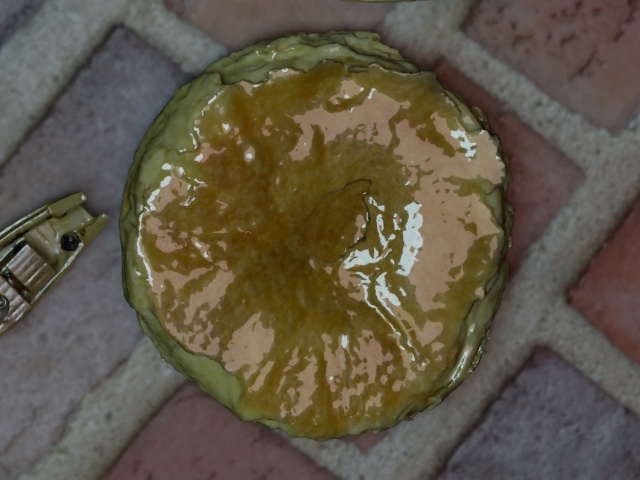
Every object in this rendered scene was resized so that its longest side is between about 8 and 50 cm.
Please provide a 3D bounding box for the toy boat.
[{"bbox_3d":[-0.249,0.040,1.536,0.206,0.072,0.064,-44,108,1],"label":"toy boat"}]

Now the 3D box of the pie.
[{"bbox_3d":[0.000,0.000,1.573,0.339,0.083,0.339,-2,104,-9],"label":"pie"}]

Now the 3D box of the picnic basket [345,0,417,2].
[{"bbox_3d":[0.089,-0.243,1.540,0.164,0.079,0.115,-3,102,-11],"label":"picnic basket"}]
